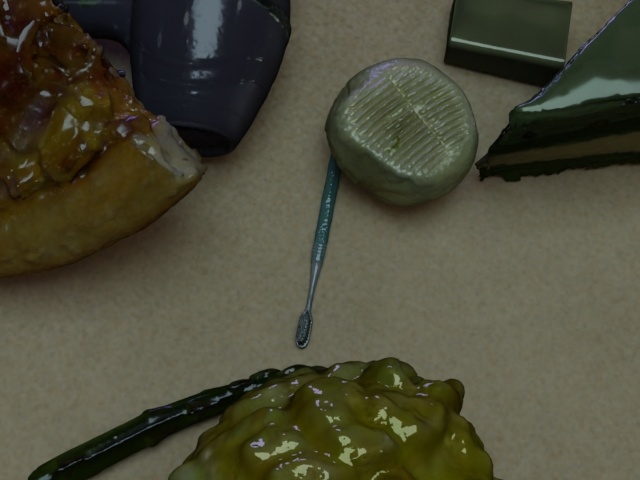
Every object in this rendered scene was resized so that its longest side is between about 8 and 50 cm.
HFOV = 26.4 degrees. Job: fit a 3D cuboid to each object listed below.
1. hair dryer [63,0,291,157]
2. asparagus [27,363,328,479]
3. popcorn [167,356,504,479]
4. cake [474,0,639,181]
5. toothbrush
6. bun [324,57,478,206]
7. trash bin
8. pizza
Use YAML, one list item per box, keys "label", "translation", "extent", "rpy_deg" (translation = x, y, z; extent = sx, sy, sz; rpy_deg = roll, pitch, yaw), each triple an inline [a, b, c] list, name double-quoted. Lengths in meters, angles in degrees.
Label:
- label: "hair dryer"
  translation: [-0.193, -0.228, 1.036]
  extent: [0.361, 0.121, 0.301]
  rpy_deg: [7, 75, 5]
- label: "asparagus"
  translation: [-0.094, 0.126, 0.956]
  extent: [0.236, 0.027, 0.034]
  rpy_deg: [-20, 78, -13]
- label: "popcorn"
  translation: [0.022, 0.192, 0.828]
  extent: [0.249, 0.249, 0.225]
  rpy_deg: [-38, 67, -17]
- label: "cake"
  translation: [0.242, -0.152, 1.028]
  extent: [0.284, 0.158, 0.172]
  rpy_deg: [-11, 71, -6]
- label: "toothbrush"
  translation: [0.000, 0.000, 1.018]
  extent: [0.011, 0.014, 0.167]
  rpy_deg: [8, 69, 7]
- label: "bun"
  translation: [0.060, -0.078, 1.023]
  extent: [0.115, 0.069, 0.115]
  rpy_deg: [2, 72, -5]
- label: "trash bin"
  translation: [0.147, -0.162, 1.076]
  extent: [0.092, 0.043, 0.060]
  rpy_deg: [10, 70, -1]
- label: "pizza"
  translation: [-0.271, -0.106, 0.944]
  extent: [0.409, 0.114, 0.277]
  rpy_deg: [16, 96, 7]
